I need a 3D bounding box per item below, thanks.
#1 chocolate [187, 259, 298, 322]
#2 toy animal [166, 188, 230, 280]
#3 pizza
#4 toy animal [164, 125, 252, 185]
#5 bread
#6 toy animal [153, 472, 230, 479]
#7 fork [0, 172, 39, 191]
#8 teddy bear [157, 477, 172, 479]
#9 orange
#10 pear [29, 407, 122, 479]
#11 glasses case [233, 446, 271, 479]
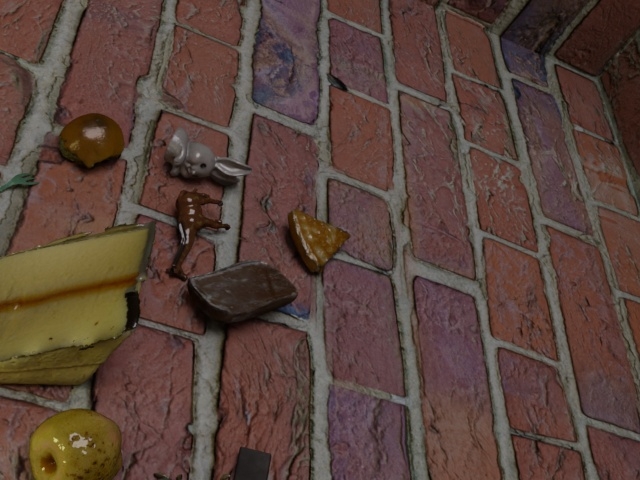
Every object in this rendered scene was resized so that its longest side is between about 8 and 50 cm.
[{"bbox_3d":[-0.192,0.136,2.149,0.254,0.080,0.157,-14,47,-43],"label":"chocolate"},{"bbox_3d":[-0.316,-0.020,2.227,0.230,0.066,0.224,-14,80,-51],"label":"toy animal"},{"bbox_3d":[0.000,0.000,2.418,0.199,0.062,0.188,-3,66,-43],"label":"pizza"},{"bbox_3d":[-0.300,-0.194,2.359,0.221,0.103,0.130,29,41,-7],"label":"toy animal"},{"bbox_3d":[-0.561,0.110,1.831,0.405,0.242,0.345,14,43,-27],"label":"bread"},{"bbox_3d":[-0.231,0.495,1.778,0.220,0.086,0.069,19,8,14],"label":"toy animal"},{"bbox_3d":[-0.743,-0.113,2.056,0.039,0.021,0.235,44,42,14],"label":"fork"},{"bbox_3d":[-0.294,0.574,1.623,0.236,0.151,0.267,-19,66,-45],"label":"teddy bear"},{"bbox_3d":[-0.566,-0.257,2.248,0.160,0.112,0.170,16,34,-20],"label":"orange"},{"bbox_3d":[-0.453,0.396,1.689,0.178,0.178,0.178,18,44,-19],"label":"pear"},{"bbox_3d":[-0.150,0.518,1.853,0.072,0.042,0.190,16,44,-7],"label":"glasses case"}]
